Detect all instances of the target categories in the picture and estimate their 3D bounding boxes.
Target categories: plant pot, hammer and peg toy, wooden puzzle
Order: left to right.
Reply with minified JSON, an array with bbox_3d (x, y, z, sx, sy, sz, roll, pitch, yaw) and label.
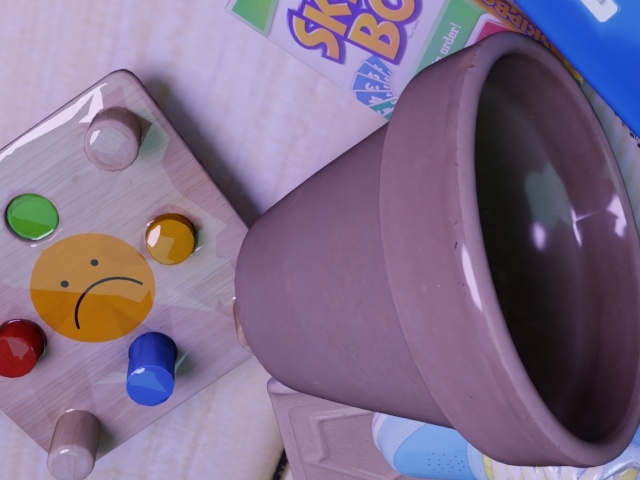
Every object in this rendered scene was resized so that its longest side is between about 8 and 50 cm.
[{"bbox_3d":[-0.219,0.070,0.591,0.361,0.127,0.266,-35,113,3],"label":"hammer and peg toy"},{"bbox_3d":[0.069,0.019,0.507,0.229,0.263,0.263,-14,121,39],"label":"plant pot"},{"bbox_3d":[0.137,0.225,0.739,0.321,0.081,0.348,-9,122,6],"label":"wooden puzzle"}]

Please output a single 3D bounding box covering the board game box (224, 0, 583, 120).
[{"bbox_3d":[0.051,-0.156,0.532,0.259,0.039,0.124,33,138,-13],"label":"board game box"}]

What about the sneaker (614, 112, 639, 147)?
[{"bbox_3d":[0.267,-0.155,0.524,0.146,0.102,0.293,-39,115,14],"label":"sneaker"}]

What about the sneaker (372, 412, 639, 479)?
[{"bbox_3d":[0.185,0.176,0.527,0.318,0.208,0.127,-13,126,18],"label":"sneaker"}]

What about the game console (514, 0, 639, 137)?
[{"bbox_3d":[0.220,-0.240,0.431,0.293,0.173,0.250,45,121,-8],"label":"game console"}]
